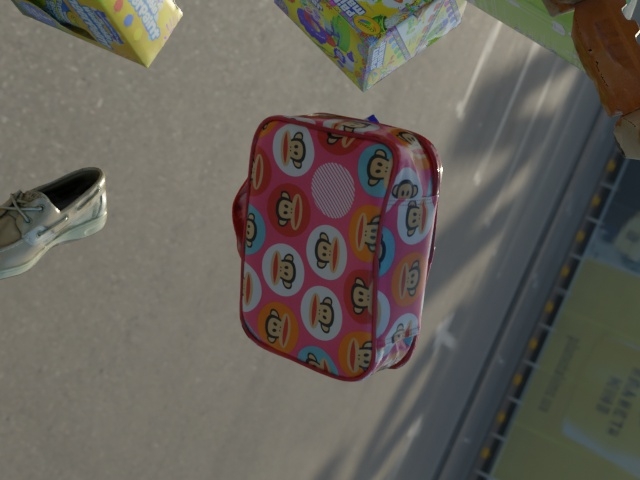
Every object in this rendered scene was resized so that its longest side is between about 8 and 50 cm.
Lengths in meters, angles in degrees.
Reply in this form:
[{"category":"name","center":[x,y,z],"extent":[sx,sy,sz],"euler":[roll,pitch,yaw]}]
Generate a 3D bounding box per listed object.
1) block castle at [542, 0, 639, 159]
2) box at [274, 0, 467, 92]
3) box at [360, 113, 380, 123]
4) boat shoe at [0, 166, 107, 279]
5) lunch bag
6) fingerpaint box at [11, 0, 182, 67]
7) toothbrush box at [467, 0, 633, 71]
[{"category":"block castle","center":[0.287,-0.304,0.821],"extent":[0.213,0.453,0.303],"euler":[-25,175,-7]},{"category":"box","center":[0.101,-0.511,2.127],"extent":[0.279,0.290,0.177],"euler":[-36,162,-17]},{"category":"box","center":[0.019,-0.109,1.530],"extent":[0.137,0.072,0.126],"euler":[-39,-167,-24]},{"category":"boat shoe","center":[-0.428,-0.031,1.535],"extent":[0.302,0.109,0.098],"euler":[-30,140,-50]},{"category":"lunch bag","center":[0.000,0.000,1.231],"extent":[0.120,0.258,0.293],"euler":[-10,111,-51]},{"category":"fingerpaint box","center":[-0.538,-0.584,2.167],"extent":[0.163,0.371,0.445],"euler":[-60,159,-13]},{"category":"toothbrush box","center":[0.333,-0.392,1.616],"extent":[0.122,0.283,0.206],"euler":[-58,168,3]}]
